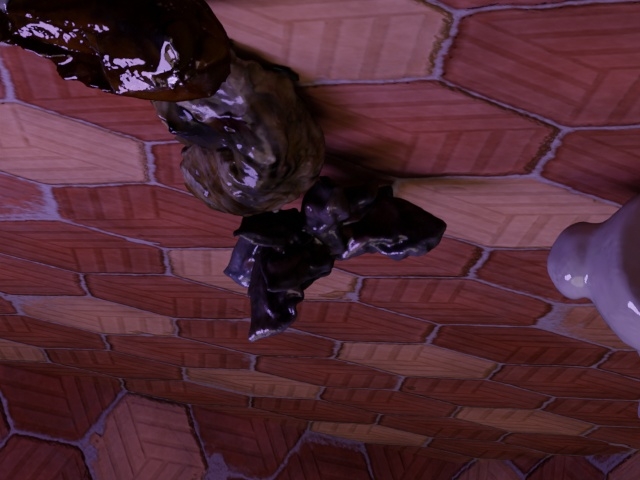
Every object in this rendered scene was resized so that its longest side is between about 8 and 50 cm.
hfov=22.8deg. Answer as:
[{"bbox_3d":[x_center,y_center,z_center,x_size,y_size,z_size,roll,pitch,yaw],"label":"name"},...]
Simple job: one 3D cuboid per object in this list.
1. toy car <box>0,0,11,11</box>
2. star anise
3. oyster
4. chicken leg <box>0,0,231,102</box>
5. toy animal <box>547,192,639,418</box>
[{"bbox_3d":[-0.194,-0.220,0.933,0.101,0.124,0.257,15,173,-26],"label":"toy car"},{"bbox_3d":[-0.004,0.002,1.610,0.212,0.129,0.283,-27,180,-17],"label":"star anise"},{"bbox_3d":[-0.092,-0.095,1.422,0.166,0.094,0.294,10,161,23],"label":"oyster"},{"bbox_3d":[-0.209,-0.170,1.215,0.304,0.093,0.113,12,149,16],"label":"chicken leg"},{"bbox_3d":[0.364,0.066,1.600,0.241,0.196,0.367,10,165,19],"label":"toy animal"}]
